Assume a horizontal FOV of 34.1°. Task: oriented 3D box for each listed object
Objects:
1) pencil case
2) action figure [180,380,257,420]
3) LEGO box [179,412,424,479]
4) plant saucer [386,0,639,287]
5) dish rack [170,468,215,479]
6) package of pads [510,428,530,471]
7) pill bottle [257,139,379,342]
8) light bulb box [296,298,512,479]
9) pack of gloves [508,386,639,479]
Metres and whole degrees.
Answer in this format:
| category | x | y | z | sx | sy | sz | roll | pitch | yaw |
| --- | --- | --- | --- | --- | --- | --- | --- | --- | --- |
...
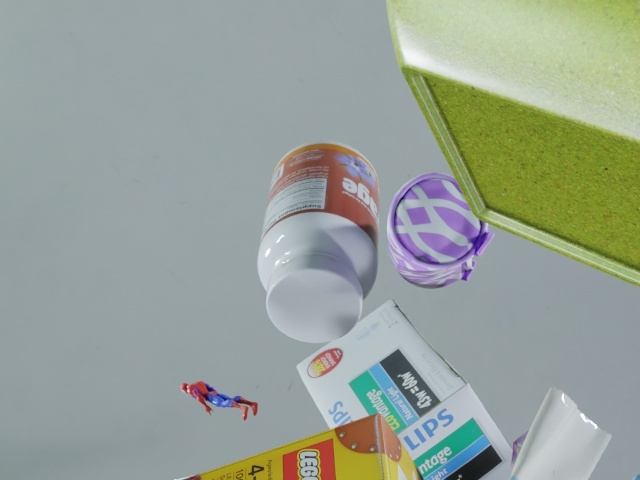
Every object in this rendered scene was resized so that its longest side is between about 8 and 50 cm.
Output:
| category | x | y | z | sx | sy | sz | roll | pitch | yaw |
| --- | --- | --- | --- | --- | --- | --- | --- | --- | --- |
| pencil case | 0.103 | -0.001 | 0.936 | 0.088 | 0.206 | 0.086 | 37 | 88 | 9 |
| action figure | -0.139 | 0.210 | 1.382 | 0.115 | 0.038 | 0.030 | 18 | 111 | 28 |
| LEGO box | -0.045 | 0.484 | 1.123 | 0.372 | 0.500 | 0.193 | -21 | 128 | 13 |
| plant saucer | 0.119 | -0.040 | 0.487 | 0.188 | 0.188 | 0.045 | 26 | 72 | 37 |
| dish rack | -0.174 | 0.481 | 1.836 | 0.332 | 0.285 | 0.072 | -19 | 56 | 23 |
| package of pads | 0.262 | 0.262 | 1.288 | 0.050 | 0.083 | 0.032 | -27 | 55 | -12 |
| pill bottle | 0.000 | 0.000 | 1.067 | 0.121 | 0.216 | 0.121 | 2 | 126 | 2 |
| light bulb box | 0.180 | 0.351 | 1.805 | 0.225 | 0.358 | 0.361 | -36 | 116 | -2 |
| pack of gloves | 0.232 | 0.278 | 0.912 | 0.195 | 0.046 | 0.232 | 39 | 67 | -15 |
